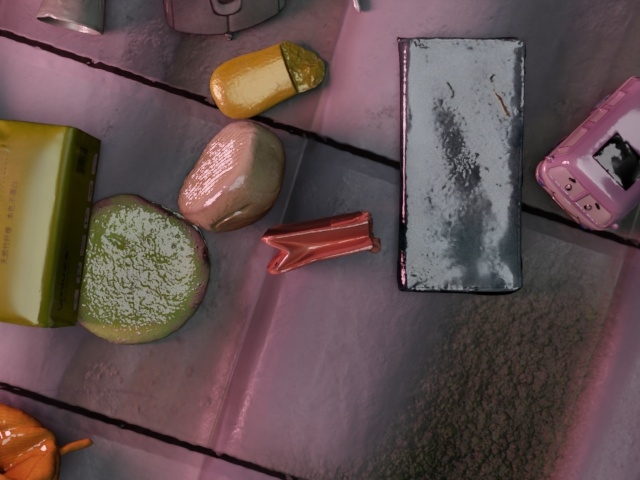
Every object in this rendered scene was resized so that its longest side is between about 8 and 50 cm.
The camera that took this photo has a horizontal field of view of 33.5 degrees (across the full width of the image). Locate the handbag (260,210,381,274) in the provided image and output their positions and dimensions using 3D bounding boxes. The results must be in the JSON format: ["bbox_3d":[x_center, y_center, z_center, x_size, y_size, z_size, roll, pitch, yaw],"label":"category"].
[{"bbox_3d":[0.000,0.000,1.478,0.157,0.212,0.059,-12,94,0],"label":"handbag"}]

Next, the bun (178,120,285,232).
[{"bbox_3d":[-0.115,-0.079,1.507,0.113,0.173,0.166,34,57,-29],"label":"bun"}]

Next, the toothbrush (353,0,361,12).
[{"bbox_3d":[0.033,-0.409,1.547,0.017,0.014,0.162,-13,95,19],"label":"toothbrush"}]

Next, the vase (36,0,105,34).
[{"bbox_3d":[-0.330,-0.409,1.506,0.096,0.096,0.219,13,91,-2],"label":"vase"}]

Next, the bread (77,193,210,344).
[{"bbox_3d":[-0.278,0.043,1.568,0.229,0.033,0.228,0,94,1],"label":"bread"}]

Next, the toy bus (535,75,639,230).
[{"bbox_3d":[0.416,-0.120,1.509,0.202,0.142,0.142,-45,94,2],"label":"toy bus"}]

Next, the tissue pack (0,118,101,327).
[{"bbox_3d":[-0.434,-0.026,1.478,0.200,0.167,0.274,7,87,5],"label":"tissue pack"}]

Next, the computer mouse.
[{"bbox_3d":[-0.145,-0.433,1.436,0.188,0.122,0.370,-11,123,-6],"label":"computer mouse"}]

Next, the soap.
[{"bbox_3d":[-0.078,-0.239,1.548,0.169,0.033,0.089,-26,97,0],"label":"soap"}]

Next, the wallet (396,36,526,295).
[{"bbox_3d":[0.205,-0.107,1.557,0.191,0.046,0.378,0,93,-2],"label":"wallet"}]

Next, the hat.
[{"bbox_3d":[-0.447,0.302,1.534,0.233,0.233,0.244,-7,65,-17],"label":"hat"}]
